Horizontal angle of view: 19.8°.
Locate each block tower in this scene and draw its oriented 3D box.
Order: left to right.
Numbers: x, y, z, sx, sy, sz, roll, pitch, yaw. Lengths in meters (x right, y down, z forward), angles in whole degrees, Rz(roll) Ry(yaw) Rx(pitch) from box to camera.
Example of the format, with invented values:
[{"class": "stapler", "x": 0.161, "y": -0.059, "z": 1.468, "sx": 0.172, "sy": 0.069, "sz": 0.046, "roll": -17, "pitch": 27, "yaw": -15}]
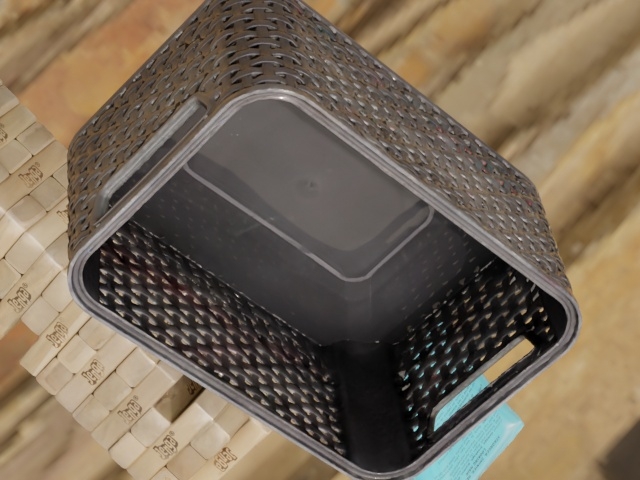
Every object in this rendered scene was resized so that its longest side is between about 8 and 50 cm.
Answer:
[{"class": "block tower", "x": -0.168, "y": 0.023, "z": 1.205, "sx": 0.097, "sy": 0.335, "sz": 0.091, "roll": -45, "pitch": -178, "yaw": 35}]

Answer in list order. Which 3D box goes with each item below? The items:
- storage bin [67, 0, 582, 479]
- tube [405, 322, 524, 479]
[{"class": "storage bin", "x": 0.000, "y": 0.000, "z": 0.720, "sx": 0.180, "sy": 0.084, "sz": 0.122, "roll": 35, "pitch": 115, "yaw": -29}, {"class": "tube", "x": 0.047, "y": 0.068, "z": 0.944, "sx": 0.080, "sy": 0.052, "sz": 0.207, "roll": -46, "pitch": 132, "yaw": -14}]
